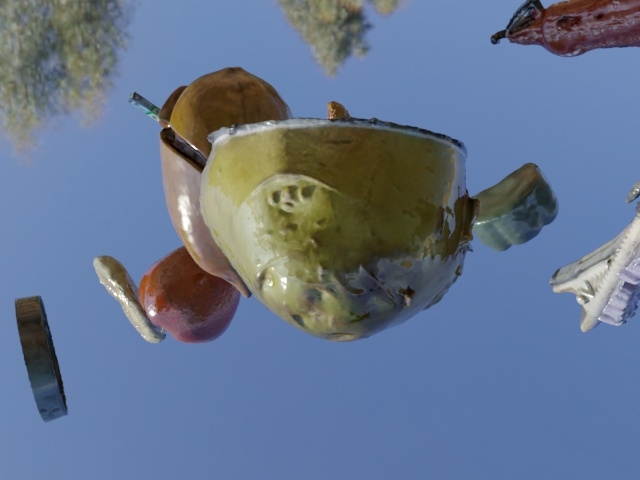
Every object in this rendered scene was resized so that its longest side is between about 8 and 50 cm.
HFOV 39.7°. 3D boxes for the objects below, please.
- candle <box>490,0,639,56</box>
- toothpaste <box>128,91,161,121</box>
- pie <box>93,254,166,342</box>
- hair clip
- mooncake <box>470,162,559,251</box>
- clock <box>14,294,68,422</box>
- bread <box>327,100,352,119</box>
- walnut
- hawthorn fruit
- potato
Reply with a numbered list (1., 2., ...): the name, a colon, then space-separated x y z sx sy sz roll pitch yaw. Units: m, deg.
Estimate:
1. candle: 0.289 -0.197 0.785 0.301 0.084 0.059 1 -126 40
2. toothpaste: -0.346 -0.267 1.776 0.083 0.017 0.020 34 -129 -32
3. pie: -0.387 0.119 1.807 0.052 0.185 0.218 -34 -85 -18
4. hair clip: 0.272 0.007 0.781 0.084 0.292 0.106 37 -108 15
5. mooncake: 0.357 -0.063 1.662 0.175 0.104 0.168 -9 -137 51
6. clock: -0.466 0.196 1.482 0.042 0.215 0.215 -14 -134 -15
7. bread: 0.051 -0.198 1.969 0.076 0.233 0.105 -5 -158 -12
8. walnut: -0.127 -0.078 1.277 0.208 0.336 0.209 -7 -170 1
9. hawthorn fruit: -0.232 0.085 1.698 0.196 0.196 0.225 40 -87 30
10. potato: 0.000 0.000 0.881 0.246 0.299 0.196 13 -99 -27
